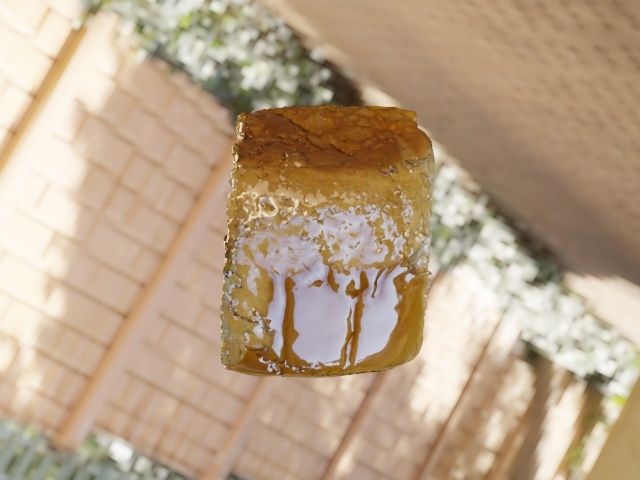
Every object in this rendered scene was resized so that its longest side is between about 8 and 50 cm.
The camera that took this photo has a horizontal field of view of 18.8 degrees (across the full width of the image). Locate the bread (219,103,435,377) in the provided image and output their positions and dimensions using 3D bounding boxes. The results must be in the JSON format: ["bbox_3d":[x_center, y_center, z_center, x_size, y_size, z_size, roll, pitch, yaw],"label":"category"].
[{"bbox_3d":[0.001,0.001,0.649,0.070,0.083,0.076,1,-153,-3],"label":"bread"}]
